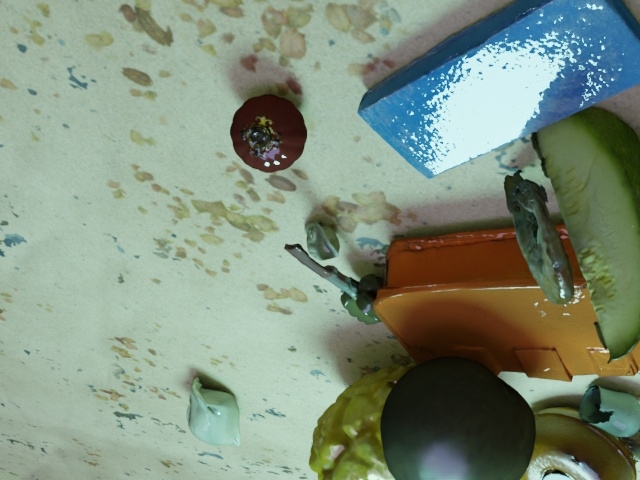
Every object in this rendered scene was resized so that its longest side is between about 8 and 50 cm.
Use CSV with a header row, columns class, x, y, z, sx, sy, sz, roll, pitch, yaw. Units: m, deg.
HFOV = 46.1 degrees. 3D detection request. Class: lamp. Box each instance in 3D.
class,x,y,z,sx,sy,sz,roll,pitch,yaw
lamp,-0.066,-0.137,0.966,0.101,0.090,0.101,4,109,13

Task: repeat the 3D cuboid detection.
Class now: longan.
class,x,y,z,sx,sy,sz,roll,pitch,yaw
longan,0.206,0.283,1.131,0.248,0.248,0.248,12,144,9

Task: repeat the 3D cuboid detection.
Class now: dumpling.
class,x,y,z,sx,sy,sz,roll,pitch,yaw
dumpling,-0.002,0.002,1.151,0.057,0.076,0.052,39,114,-24
dumpling,-0.260,0.398,1.763,0.151,0.124,0.229,39,154,39

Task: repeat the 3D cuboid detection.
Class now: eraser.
class,x,y,z,sx,sy,sz,roll,pitch,yaw
eraser,0.197,-0.174,0.839,0.144,0.043,0.311,38,140,-26

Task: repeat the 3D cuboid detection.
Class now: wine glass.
class,x,y,z,sx,sy,sz,roll,pitch,yaw
wine glass,0.553,0.313,1.305,0.195,0.079,0.079,20,145,-4

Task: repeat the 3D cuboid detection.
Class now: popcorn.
class,x,y,z,sx,sy,sz,roll,pitch,yaw
popcorn,0.158,0.388,1.409,0.348,0.382,0.349,1,102,5

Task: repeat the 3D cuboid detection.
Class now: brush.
class,x,y,z,sx,sy,sz,roll,pitch,yaw
brush,0.042,0.072,1.168,0.084,0.071,0.301,-6,153,35

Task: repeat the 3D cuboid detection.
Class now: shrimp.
class,x,y,z,sx,sy,sz,roll,pitch,yaw
shrimp,0.248,-0.023,0.870,0.047,0.223,0.126,-17,131,8

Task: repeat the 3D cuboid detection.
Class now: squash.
class,x,y,z,sx,sy,sz,roll,pitch,yaw
squash,0.306,-0.018,0.819,0.169,0.252,0.093,36,139,-23

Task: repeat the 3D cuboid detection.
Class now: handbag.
class,x,y,z,sx,sy,sz,roll,pitch,yaw
handbag,0.310,0.103,1.107,0.410,0.116,0.303,-6,141,30

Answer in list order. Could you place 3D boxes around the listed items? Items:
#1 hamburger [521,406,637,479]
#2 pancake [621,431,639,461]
class,x,y,z,sx,sy,sz,roll,pitch,yaw
hamburger,0.470,0.409,1.400,0.236,0.147,0.237,19,129,26
pancake,0.580,0.395,1.450,0.139,0.022,0.139,12,145,9
